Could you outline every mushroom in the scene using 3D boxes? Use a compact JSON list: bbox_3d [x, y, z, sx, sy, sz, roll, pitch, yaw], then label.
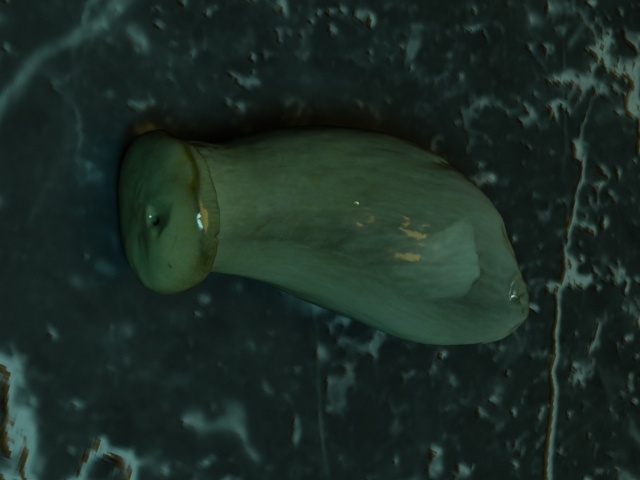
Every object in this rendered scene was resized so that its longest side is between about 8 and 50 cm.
[{"bbox_3d":[0.004,-0.009,1.000,0.247,0.096,0.108,12,85,-37],"label":"mushroom"}]
